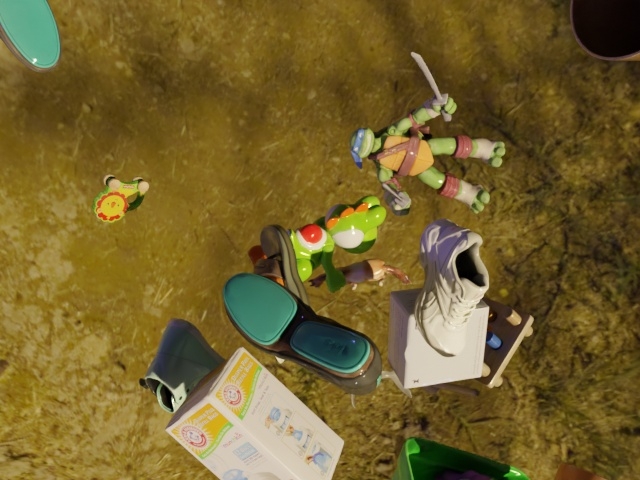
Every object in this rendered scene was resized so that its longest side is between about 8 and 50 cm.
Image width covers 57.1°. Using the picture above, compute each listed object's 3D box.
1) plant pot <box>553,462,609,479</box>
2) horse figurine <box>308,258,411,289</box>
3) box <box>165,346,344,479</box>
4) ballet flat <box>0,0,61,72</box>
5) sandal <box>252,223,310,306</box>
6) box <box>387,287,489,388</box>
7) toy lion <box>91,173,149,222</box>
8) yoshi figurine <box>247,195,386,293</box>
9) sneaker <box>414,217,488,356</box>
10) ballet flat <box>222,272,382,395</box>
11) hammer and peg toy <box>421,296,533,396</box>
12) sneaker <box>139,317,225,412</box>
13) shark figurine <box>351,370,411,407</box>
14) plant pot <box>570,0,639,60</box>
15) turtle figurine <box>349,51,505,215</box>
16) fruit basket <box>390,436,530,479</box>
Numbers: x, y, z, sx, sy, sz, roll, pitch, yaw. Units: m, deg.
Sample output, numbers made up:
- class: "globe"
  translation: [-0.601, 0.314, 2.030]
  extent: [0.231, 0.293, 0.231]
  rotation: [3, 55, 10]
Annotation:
- class: "plant pot"
  translation: [0.638, 0.668, 1.396]
  extent: [0.205, 0.205, 0.188]
  rotation: [32, 73, -3]
- class: "horse figurine"
  translation: [0.114, 0.098, 1.640]
  extent: [0.263, 0.174, 0.066]
  rotation: [-9, 72, 15]
- class: "box"
  translation: [-0.087, 0.264, 0.795]
  extent: [0.203, 0.114, 0.103]
  rotation: [45, 33, -8]
- class: "ballet flat"
  translation: [-0.359, -0.285, 0.658]
  extent: [0.074, 0.074, 0.203]
  rotation: [-33, 114, -26]
- class: "sandal"
  translation: [-0.081, 0.074, 1.069]
  extent: [0.086, 0.120, 0.303]
  rotation: [-11, 38, -8]
- class: "box"
  translation: [0.248, 0.203, 1.269]
  extent: [0.181, 0.119, 0.181]
  rotation: [-5, 114, -12]
- class: "toy lion"
  translation: [-0.401, -0.081, 1.170]
  extent: [0.100, 0.096, 0.034]
  rotation: [-1, 28, -48]
- class: "yoshi figurine"
  translation: [0.010, 0.020, 1.521]
  extent: [0.362, 0.203, 0.204]
  rotation: [-29, 101, -1]
- class: "sneaker"
  translation: [0.214, 0.087, 0.934]
  extent: [0.090, 0.115, 0.232]
  rotation: [-13, 106, -26]
- class: "ballet flat"
  translation: [-0.031, 0.137, 0.816]
  extent: [0.280, 0.096, 0.095]
  rotation: [27, 66, 39]
- class: "hammer and peg toy"
  translation: [0.479, 0.352, 1.829]
  extent: [0.127, 0.266, 0.361]
  rotation: [39, 80, -30]
- class: "sneaker"
  translation: [-0.252, 0.285, 1.158]
  extent: [0.256, 0.094, 0.151]
  rotation: [58, 42, -39]
- class: "shark figurine"
  translation: [0.124, 0.399, 1.608]
  extent: [0.278, 0.166, 0.116]
  rotation: [12, 79, -51]
- class: "plant pot"
  translation: [0.634, -0.429, 1.063]
  extent: [0.254, 0.237, 0.237]
  rotation: [0, 68, -29]
- class: "turtle figurine"
  translation: [0.195, -0.137, 1.014]
  extent: [0.266, 0.274, 0.198]
  rotation: [11, 71, -19]
- class: "fruit basket"
  translation: [0.257, 0.414, 0.723]
  extent: [0.282, 0.392, 0.392]
  rotation: [22, 63, -20]
